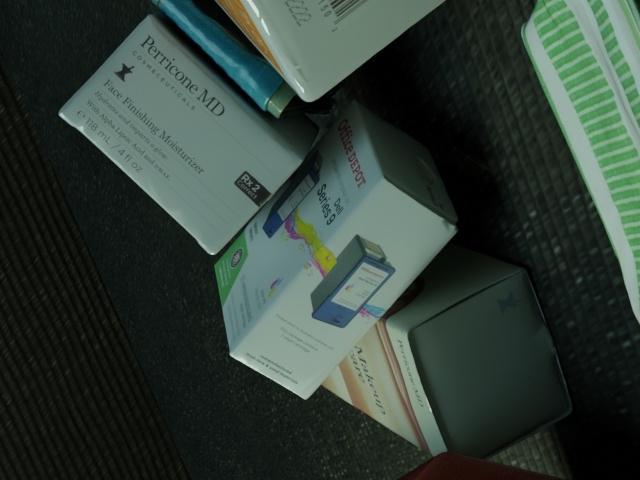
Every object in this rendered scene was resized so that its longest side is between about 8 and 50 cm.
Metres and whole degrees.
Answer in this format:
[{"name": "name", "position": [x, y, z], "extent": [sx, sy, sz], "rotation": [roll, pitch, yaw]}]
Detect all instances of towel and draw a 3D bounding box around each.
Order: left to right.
[{"name": "towel", "position": [-0.134, -0.249, 1.322], "extent": [0.370, 0.040, 0.271], "rotation": [45, -169, 3]}, {"name": "towel", "position": [0.185, -0.060, 0.866], "extent": [0.325, 0.038, 0.248], "rotation": [47, -158, -85]}]

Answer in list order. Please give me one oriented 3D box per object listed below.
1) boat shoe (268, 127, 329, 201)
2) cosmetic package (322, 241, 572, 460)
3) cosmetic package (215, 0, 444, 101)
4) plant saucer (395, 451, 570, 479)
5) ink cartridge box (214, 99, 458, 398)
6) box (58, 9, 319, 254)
[{"name": "boat shoe", "position": [0.000, 0.000, 1.578], "extent": [0.098, 0.096, 0.277], "rotation": [21, 138, 15]}, {"name": "cosmetic package", "position": [0.087, 0.087, 1.381], "extent": [0.296, 0.129, 0.153], "rotation": [20, 133, 65]}, {"name": "cosmetic package", "position": [-0.101, -0.341, 1.153], "extent": [0.453, 0.161, 0.230], "rotation": [51, 178, 36]}, {"name": "plant saucer", "position": [0.173, 0.239, 1.265], "extent": [0.258, 0.259, 0.048], "rotation": [122, 162, -70]}, {"name": "ink cartridge box", "position": [0.009, 0.005, 1.288], "extent": [0.093, 0.212, 0.154], "rotation": [33, -159, -25]}, {"name": "box", "position": [-0.109, -0.105, 1.301], "extent": [0.181, 0.119, 0.182], "rotation": [43, -168, -6]}]
